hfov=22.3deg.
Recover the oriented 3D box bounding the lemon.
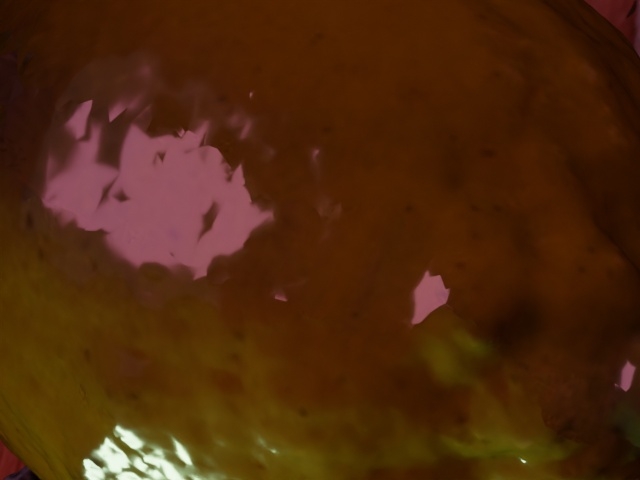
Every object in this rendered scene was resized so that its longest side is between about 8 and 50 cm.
[{"bbox_3d":[-0.004,-0.002,0.605,0.316,0.285,0.285,20,85,16],"label":"lemon"}]

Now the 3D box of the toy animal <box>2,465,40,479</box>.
[{"bbox_3d":[-0.227,0.222,0.966,0.179,0.089,0.188,-41,23,15],"label":"toy animal"}]
